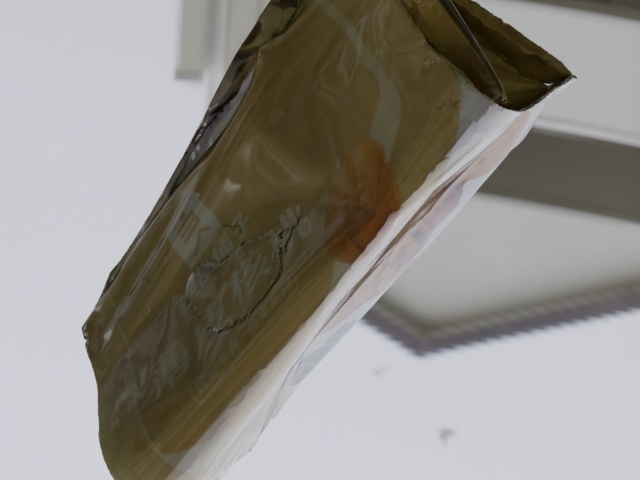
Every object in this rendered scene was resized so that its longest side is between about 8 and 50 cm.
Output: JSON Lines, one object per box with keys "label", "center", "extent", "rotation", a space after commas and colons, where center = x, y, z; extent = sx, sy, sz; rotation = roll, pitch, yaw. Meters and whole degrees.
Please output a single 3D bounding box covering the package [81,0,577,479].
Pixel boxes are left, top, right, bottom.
{"label": "package", "center": [-0.023, -0.022, 1.124], "extent": [0.165, 0.311, 0.221], "rotation": [41, -159, 6]}
